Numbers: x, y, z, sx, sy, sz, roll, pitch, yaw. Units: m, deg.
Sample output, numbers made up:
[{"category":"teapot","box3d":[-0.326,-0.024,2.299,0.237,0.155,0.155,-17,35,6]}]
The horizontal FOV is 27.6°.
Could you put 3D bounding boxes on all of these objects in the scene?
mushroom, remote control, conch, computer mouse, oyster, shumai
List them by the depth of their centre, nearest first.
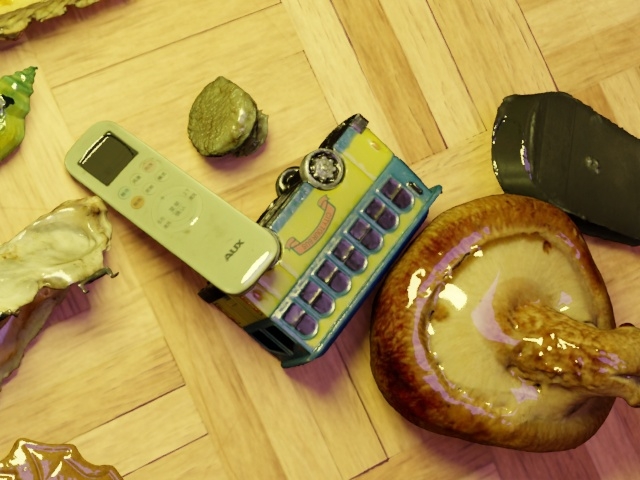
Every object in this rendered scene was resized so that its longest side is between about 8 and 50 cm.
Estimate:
[{"category":"oyster","box3d":[-0.348,0.068,1.454,0.133,0.198,0.337,43,62,7]},{"category":"remote control","box3d":[-0.178,-0.040,1.530,0.309,0.038,0.090,36,80,25]},{"category":"conch","box3d":[-0.406,-0.131,1.533,0.201,0.079,0.095,-35,75,-13]},{"category":"mushroom","box3d":[0.242,0.104,1.615,0.345,0.259,0.345,2,83,-19]},{"category":"shumai","box3d":[-0.104,-0.143,1.626,0.087,0.124,0.099,20,101,-36]},{"category":"computer mouse","box3d":[0.343,-0.095,1.784,0.295,0.087,0.168,22,67,-28]}]

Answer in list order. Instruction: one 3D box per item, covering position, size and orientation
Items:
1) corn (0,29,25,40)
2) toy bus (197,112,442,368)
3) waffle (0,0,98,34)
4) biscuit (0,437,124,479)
[{"category":"corn","box3d":[-0.460,-0.302,1.541,0.237,0.079,0.079,16,76,-13]},{"category":"toy bus","box3d":[0.000,0.000,1.614,0.175,0.138,0.288,41,70,-8]},{"category":"waffle","box3d":[-0.369,-0.354,1.530,0.248,0.055,0.221,-30,76,-37]},{"category":"biscuit","box3d":[-0.322,0.318,1.500,0.215,0.034,0.182,35,71,-11]}]
